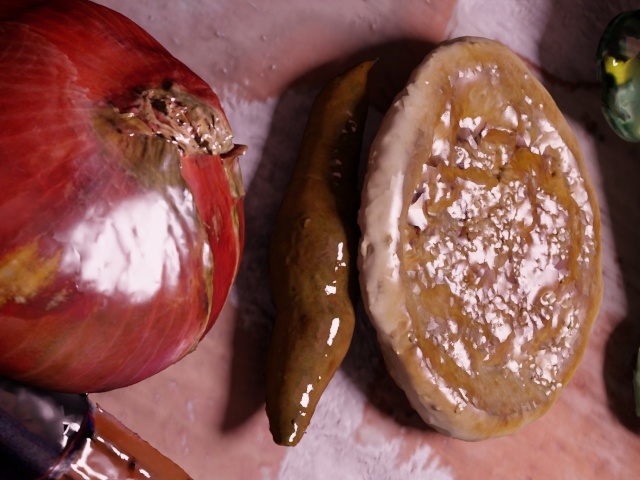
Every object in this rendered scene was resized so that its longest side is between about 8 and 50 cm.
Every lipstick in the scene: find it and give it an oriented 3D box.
[{"bbox_3d":[-0.119,0.142,0.889,0.418,0.077,0.077,41,63,-25],"label":"lipstick"}]

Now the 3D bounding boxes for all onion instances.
[{"bbox_3d":[-0.140,-0.036,0.828,0.248,0.161,0.248,24,28,-14],"label":"onion"}]

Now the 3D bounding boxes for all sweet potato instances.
[{"bbox_3d":[0.000,0.000,1.001,0.067,0.067,0.274,20,72,-32],"label":"sweet potato"}]

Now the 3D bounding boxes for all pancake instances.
[{"bbox_3d":[0.115,-0.002,1.072,0.282,0.049,0.282,3,86,-46],"label":"pancake"}]

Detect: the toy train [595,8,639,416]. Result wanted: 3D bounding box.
[{"bbox_3d":[0.363,-0.029,1.187,0.272,0.179,0.442,-14,98,-44],"label":"toy train"}]
